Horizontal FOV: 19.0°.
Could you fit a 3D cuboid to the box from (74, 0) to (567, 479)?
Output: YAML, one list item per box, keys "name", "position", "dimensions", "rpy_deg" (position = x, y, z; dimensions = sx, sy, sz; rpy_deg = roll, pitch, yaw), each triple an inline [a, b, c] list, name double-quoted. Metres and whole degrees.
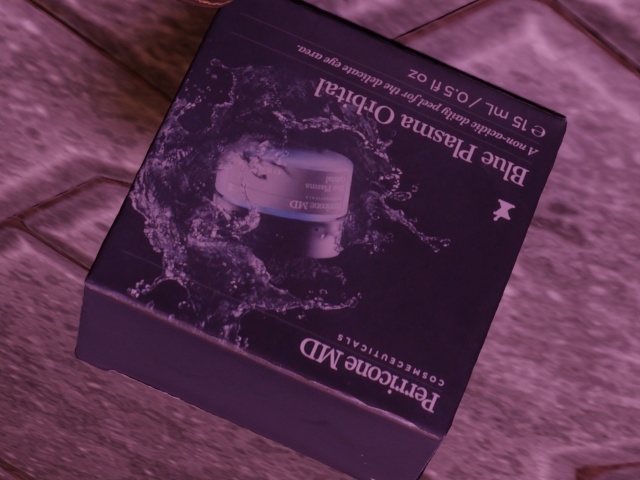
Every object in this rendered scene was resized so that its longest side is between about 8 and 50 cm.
- name: "box"
  position: [0.000, 0.000, 0.802]
  dimensions: [0.156, 0.158, 0.093]
  rpy_deg: [23, 156, 1]

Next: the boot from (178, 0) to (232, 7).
- name: "boot"
  position: [-0.038, -0.150, 0.626]
  dimensions: [0.106, 0.082, 0.219]
  rpy_deg: [12, 151, 31]
